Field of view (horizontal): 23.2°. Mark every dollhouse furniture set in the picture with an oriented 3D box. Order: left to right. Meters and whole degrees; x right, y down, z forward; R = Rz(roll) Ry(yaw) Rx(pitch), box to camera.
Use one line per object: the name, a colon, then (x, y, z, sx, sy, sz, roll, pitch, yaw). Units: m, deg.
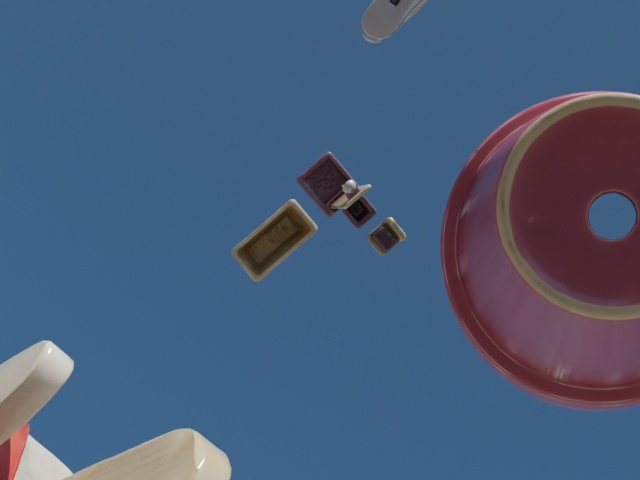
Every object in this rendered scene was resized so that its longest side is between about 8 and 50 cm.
dollhouse furniture set: (0.000, 0.000, 1.183, 0.114, 0.081, 0.091, -41, -83, -7)

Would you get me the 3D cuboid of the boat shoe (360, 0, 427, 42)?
boat shoe: (0.066, -0.187, 1.168, 0.035, 0.035, 0.100, 38, -97, 0)

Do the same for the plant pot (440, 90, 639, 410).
plant pot: (0.170, -0.004, 0.934, 0.201, 0.180, 0.201, -1, -101, 6)

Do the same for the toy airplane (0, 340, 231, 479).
toy airplane: (-0.239, 0.235, 0.900, 0.272, 0.384, 0.386, 56, -16, -5)
